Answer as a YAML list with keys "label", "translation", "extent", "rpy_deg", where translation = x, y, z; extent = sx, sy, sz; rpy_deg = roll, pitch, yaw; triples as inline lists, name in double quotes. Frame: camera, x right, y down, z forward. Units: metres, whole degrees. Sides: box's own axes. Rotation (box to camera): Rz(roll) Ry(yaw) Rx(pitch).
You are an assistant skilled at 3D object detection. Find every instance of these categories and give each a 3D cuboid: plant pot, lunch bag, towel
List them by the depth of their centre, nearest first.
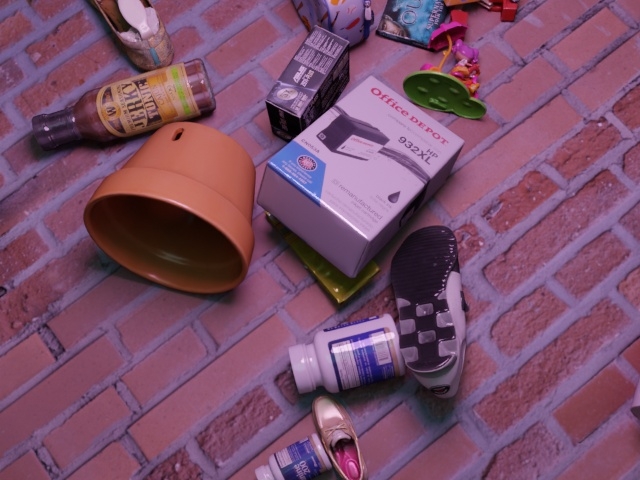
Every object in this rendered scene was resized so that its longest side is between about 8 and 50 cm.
- label: "plant pot"
  translation: [-0.238, -0.069, 1.384]
  extent: [0.291, 0.291, 0.203]
  rpy_deg: [13, 57, 6]
- label: "towel"
  translation: [0.000, 0.000, 1.442]
  extent: [0.102, 0.021, 0.237]
  rpy_deg: [-42, 67, 6]
- label: "lunch bag"
  translation: [-0.001, -0.519, 1.515]
  extent: [0.115, 0.243, 0.303]
  rpy_deg: [-28, 73, -6]

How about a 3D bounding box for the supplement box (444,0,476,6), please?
- label: "supplement box"
  translation: [0.255, -0.575, 1.577]
  extent: [0.080, 0.078, 0.233]
  rpy_deg: [-9, 58, -9]

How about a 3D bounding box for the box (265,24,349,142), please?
- label: "box"
  translation: [-0.021, -0.286, 1.494]
  extent: [0.077, 0.147, 0.180]
  rpy_deg: [29, 77, 10]

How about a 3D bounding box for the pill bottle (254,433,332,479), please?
- label: "pill bottle"
  translation: [-0.047, 0.381, 1.329]
  extent: [0.120, 0.067, 0.067]
  rpy_deg: [-26, 73, -5]

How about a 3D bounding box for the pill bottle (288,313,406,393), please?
- label: "pill bottle"
  translation: [0.044, 0.200, 1.358]
  extent: [0.186, 0.112, 0.112]
  rpy_deg: [-14, 73, -1]

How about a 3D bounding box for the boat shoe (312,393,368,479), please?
- label: "boat shoe"
  translation: [0.035, 0.338, 1.343]
  extent: [0.063, 0.059, 0.170]
  rpy_deg: [-26, 74, -5]

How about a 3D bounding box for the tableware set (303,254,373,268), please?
- label: "tableware set"
  translation: [0.046, -0.030, 1.467]
  extent: [0.128, 0.039, 0.194]
  rpy_deg: [11, 74, 6]

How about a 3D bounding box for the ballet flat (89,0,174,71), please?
- label: "ballet flat"
  translation: [-0.406, -0.496, 1.593]
  extent: [0.123, 0.123, 0.348]
  rpy_deg: [-31, 74, -7]

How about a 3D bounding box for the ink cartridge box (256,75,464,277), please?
- label: "ink cartridge box"
  translation: [0.074, -0.121, 1.395]
  extent: [0.223, 0.129, 0.307]
  rpy_deg: [38, 56, 12]

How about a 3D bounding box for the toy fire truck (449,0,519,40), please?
- label: "toy fire truck"
  translation: [0.333, -0.496, 1.596]
  extent: [0.135, 0.047, 0.192]
  rpy_deg: [5, 72, 6]

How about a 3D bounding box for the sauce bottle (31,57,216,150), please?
- label: "sauce bottle"
  translation: [-0.377, -0.252, 1.520]
  extent: [0.344, 0.111, 0.111]
  rpy_deg: [-19, 73, -2]

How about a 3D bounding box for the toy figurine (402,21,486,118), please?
- label: "toy figurine"
  translation: [0.260, -0.341, 1.520]
  extent: [0.173, 0.130, 0.159]
  rpy_deg: [23, 71, -14]

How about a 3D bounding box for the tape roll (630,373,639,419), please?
- label: "tape roll"
  translation: [0.640, 0.230, 1.254]
  extent: [0.246, 0.246, 0.169]
  rpy_deg: [21, 74, 9]

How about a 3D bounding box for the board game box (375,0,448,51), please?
- label: "board game box"
  translation: [0.199, -0.484, 1.609]
  extent: [0.126, 0.026, 0.186]
  rpy_deg: [18, 74, 7]

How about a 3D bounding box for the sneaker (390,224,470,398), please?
- label: "sneaker"
  translation: [0.196, 0.124, 1.384]
  extent: [0.122, 0.146, 0.330]
  rpy_deg: [-8, 47, 20]
